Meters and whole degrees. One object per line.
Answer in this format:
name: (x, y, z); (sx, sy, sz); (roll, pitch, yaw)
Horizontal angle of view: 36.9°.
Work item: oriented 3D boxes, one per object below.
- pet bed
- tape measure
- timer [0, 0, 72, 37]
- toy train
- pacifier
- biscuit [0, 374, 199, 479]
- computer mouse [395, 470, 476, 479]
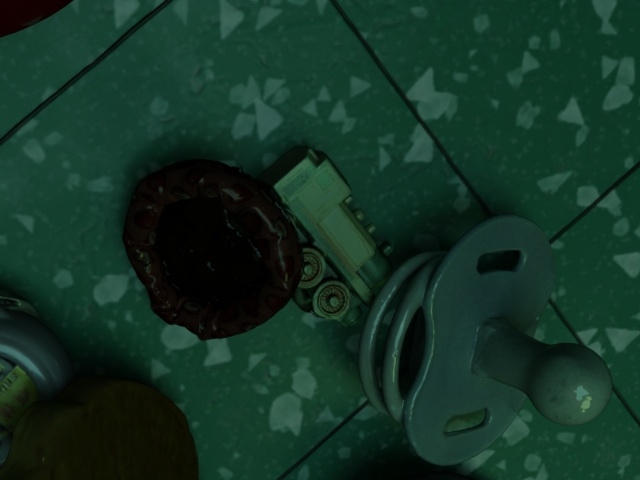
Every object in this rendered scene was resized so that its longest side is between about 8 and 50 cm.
pet bed: (-0.110, 0.010, 0.957); (0.201, 0.053, 0.201); (10, 120, 18)
tape measure: (-0.339, 0.153, 0.952); (0.196, 0.105, 0.178); (-42, 106, -4)
timer: (-0.308, -0.336, 0.717); (0.378, 0.279, 0.377); (-5, 105, -18)
toy train: (0.000, 0.000, 1.023); (0.125, 0.081, 0.194); (-42, 112, -7)
pacifier: (0.200, 0.128, 1.034); (0.244, 0.233, 0.299); (-6, 110, -44)
biscuit: (-0.218, 0.296, 0.922); (0.057, 0.351, 0.312); (-5, 136, 23)
computer mouse: (0.163, 0.392, 1.173); (0.203, 0.114, 0.374); (-48, 121, -2)
